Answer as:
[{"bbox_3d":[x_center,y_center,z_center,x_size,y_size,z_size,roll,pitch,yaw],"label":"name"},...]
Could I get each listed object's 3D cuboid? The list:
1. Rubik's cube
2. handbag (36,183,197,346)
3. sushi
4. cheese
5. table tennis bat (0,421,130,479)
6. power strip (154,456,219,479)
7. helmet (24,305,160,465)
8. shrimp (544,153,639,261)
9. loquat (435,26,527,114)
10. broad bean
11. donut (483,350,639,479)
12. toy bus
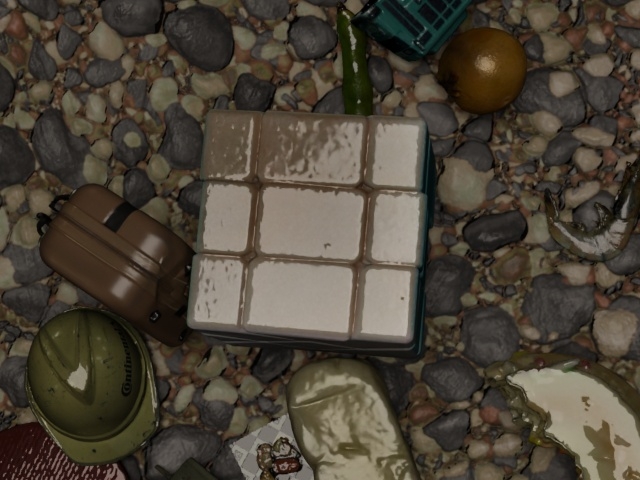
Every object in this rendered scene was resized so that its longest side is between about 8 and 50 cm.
[{"bbox_3d":[0.000,0.000,1.824,0.318,0.322,0.316,4,80,8],"label":"Rubik's cube"},{"bbox_3d":[-0.306,0.025,1.871,0.283,0.302,0.149,30,83,16],"label":"handbag"},{"bbox_3d":[-0.063,0.338,1.926,0.126,0.026,0.120,-28,78,1],"label":"sushi"},{"bbox_3d":[0.047,0.301,1.888,0.159,0.093,0.263,-20,78,0],"label":"cheese"},{"bbox_3d":[-0.378,0.442,1.935,0.414,0.051,0.268,24,83,11],"label":"table tennis bat"},{"bbox_3d":[-0.161,0.415,1.886,0.268,0.034,0.092,33,77,30],"label":"power strip"},{"bbox_3d":[-0.361,0.207,1.908,0.204,0.137,0.258,-27,73,-5],"label":"helmet"},{"bbox_3d":[0.425,-0.070,1.936,0.147,0.035,0.195,22,85,12],"label":"shrimp"},{"bbox_3d":[0.253,-0.264,1.936,0.141,0.141,0.141,-1,81,6],"label":"loquat"},{"bbox_3d":[0.057,-0.257,1.996,0.052,0.052,0.256,-11,79,25],"label":"broad bean"},{"bbox_3d":[0.355,0.357,1.814,0.307,0.150,0.371,12,83,8],"label":"donut"},{"bbox_3d":[0.178,-0.404,1.956,0.147,0.128,0.256,41,86,-10],"label":"toy bus"}]
